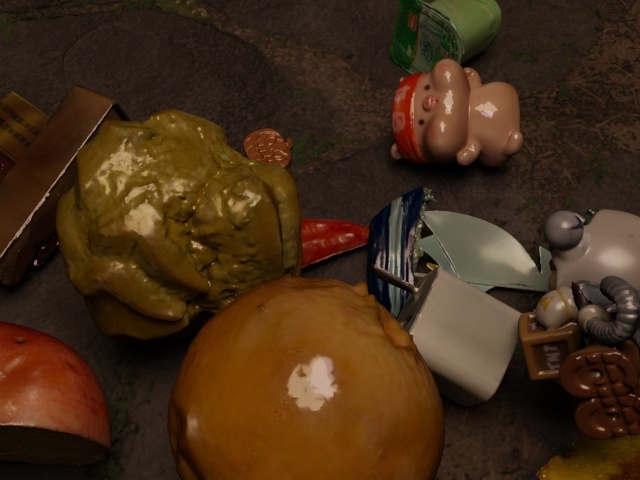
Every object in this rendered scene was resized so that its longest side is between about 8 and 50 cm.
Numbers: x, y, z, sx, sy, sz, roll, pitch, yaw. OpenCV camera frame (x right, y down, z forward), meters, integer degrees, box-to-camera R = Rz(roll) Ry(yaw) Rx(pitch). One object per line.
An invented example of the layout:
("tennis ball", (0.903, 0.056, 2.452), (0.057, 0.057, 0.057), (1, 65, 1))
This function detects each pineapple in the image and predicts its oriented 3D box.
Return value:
("pineapple", (0.350, 0.323, 1.062), (0.334, 0.158, 0.161), (-41, 27, -29))

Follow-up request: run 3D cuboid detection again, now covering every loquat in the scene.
("loquat", (-0.018, 0.203, 1.001), (0.328, 0.328, 0.328), (1, 56, -1))

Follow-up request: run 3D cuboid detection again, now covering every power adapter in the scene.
("power adapter", (0.139, 0.108, 1.151), (0.205, 0.125, 0.130), (30, 71, -1))

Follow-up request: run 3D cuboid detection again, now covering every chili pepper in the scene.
("chili pepper", (0.002, 0.003, 1.298), (0.169, 0.065, 0.088), (-11, 71, -16))

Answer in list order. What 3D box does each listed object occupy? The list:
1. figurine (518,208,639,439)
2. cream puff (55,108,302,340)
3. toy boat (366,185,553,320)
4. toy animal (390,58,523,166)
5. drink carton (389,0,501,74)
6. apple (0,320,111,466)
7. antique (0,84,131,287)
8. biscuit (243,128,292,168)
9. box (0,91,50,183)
("figurine", (0.352, 0.092, 1.103), (0.186, 0.261, 0.382), (-2, 25, 24))
("cream puff", (-0.171, 0.005, 1.120), (0.270, 0.323, 0.274), (17, 39, 36))
("toy boat", (0.215, 0.028, 1.277), (0.291, 0.067, 0.220), (4, 67, -2))
("toy animal", (0.207, -0.191, 1.376), (0.198, 0.171, 0.171), (4, 56, -3))
("drink carton", (0.223, -0.354, 1.500), (0.142, 0.146, 0.144), (-34, 63, -31))
("apple", (-0.395, 0.175, 1.054), (0.293, 0.251, 0.163), (-2, 65, -3))
("antique", (-0.396, -0.074, 1.287), (0.087, 0.093, 0.310), (23, 70, 22))
("biscuit", (-0.081, -0.145, 1.420), (0.078, 0.015, 0.091), (-23, 60, -15))
("box", (-0.508, -0.108, 1.356), (0.159, 0.071, 0.240), (36, 62, 19))
